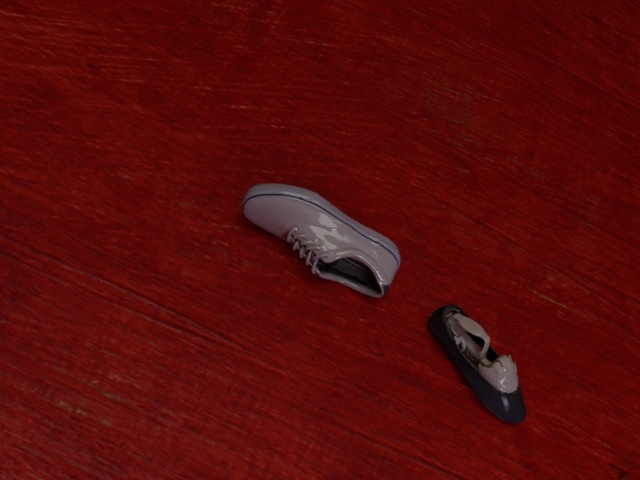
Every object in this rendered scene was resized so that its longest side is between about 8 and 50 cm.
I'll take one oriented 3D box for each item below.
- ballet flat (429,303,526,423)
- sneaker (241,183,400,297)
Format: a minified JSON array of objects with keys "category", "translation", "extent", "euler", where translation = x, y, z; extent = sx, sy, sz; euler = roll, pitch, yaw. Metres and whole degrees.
[{"category":"ballet flat","translation":[0.236,0.173,1.291],"extent":[0.074,0.074,0.203],"euler":[-23,66,-37]},{"category":"sneaker","translation":[0.000,0.000,1.305],"extent":[0.258,0.094,0.091],"euler":[24,43,-7]}]
